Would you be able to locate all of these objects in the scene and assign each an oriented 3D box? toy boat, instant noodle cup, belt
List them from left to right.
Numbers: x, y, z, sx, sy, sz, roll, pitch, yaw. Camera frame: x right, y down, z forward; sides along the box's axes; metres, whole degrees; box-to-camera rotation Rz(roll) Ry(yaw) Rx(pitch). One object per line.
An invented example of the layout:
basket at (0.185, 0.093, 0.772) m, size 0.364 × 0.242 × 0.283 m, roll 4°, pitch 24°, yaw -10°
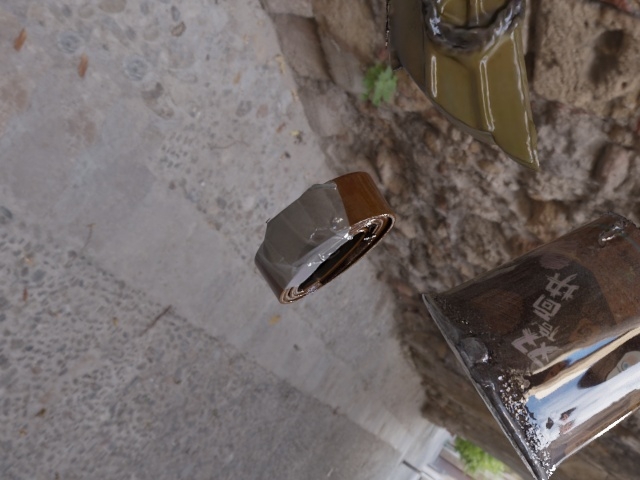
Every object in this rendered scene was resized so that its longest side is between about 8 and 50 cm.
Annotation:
belt at (0.000, 0.000, 0.982) m, size 0.184 × 0.105 × 0.261 m, roll -11°, pitch 153°, yaw -48°
toy boat at (0.137, -0.273, 0.409) m, size 0.136 × 0.162 × 0.444 m, roll -8°, pitch 102°, yaw -69°
instant noodle cup at (0.243, 0.095, 0.590) m, size 0.208 × 0.217 × 0.217 m, roll -31°, pitch 157°, yaw 4°
